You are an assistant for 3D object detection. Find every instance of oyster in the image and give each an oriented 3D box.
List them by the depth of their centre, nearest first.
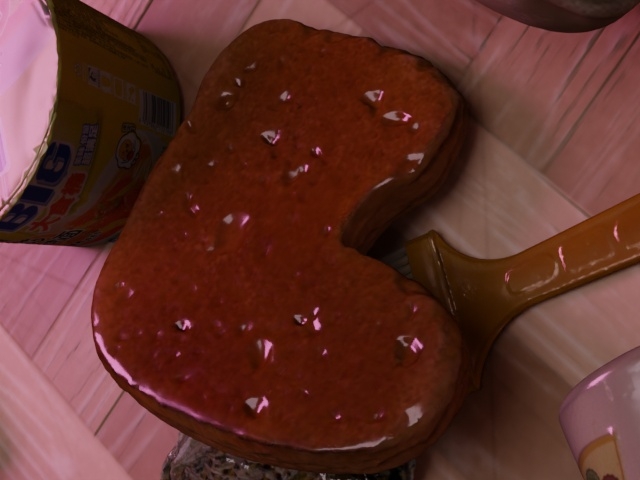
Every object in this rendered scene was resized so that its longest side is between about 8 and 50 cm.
[{"bbox_3d":[-0.025,0.140,1.060,0.177,0.064,0.125,15,104,27],"label":"oyster"}]

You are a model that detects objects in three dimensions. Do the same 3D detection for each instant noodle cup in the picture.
[{"bbox_3d":[-0.196,-0.085,1.161,0.205,0.153,0.205,-6,80,36],"label":"instant noodle cup"}]

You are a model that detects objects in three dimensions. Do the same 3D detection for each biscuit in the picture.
[{"bbox_3d":[0.001,0.001,1.031,0.262,0.052,0.277,11,67,34],"label":"biscuit"}]

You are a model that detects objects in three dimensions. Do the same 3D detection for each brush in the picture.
[{"bbox_3d":[0.130,0.016,0.997,0.272,0.013,0.103,-26,68,28],"label":"brush"}]

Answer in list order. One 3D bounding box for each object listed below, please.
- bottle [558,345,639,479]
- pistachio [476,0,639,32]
[{"bbox_3d":[0.214,0.172,0.845,0.120,0.120,0.253,-32,64,27],"label":"bottle"},{"bbox_3d":[0.094,-0.235,0.943,0.208,0.226,0.332,-62,41,36],"label":"pistachio"}]
